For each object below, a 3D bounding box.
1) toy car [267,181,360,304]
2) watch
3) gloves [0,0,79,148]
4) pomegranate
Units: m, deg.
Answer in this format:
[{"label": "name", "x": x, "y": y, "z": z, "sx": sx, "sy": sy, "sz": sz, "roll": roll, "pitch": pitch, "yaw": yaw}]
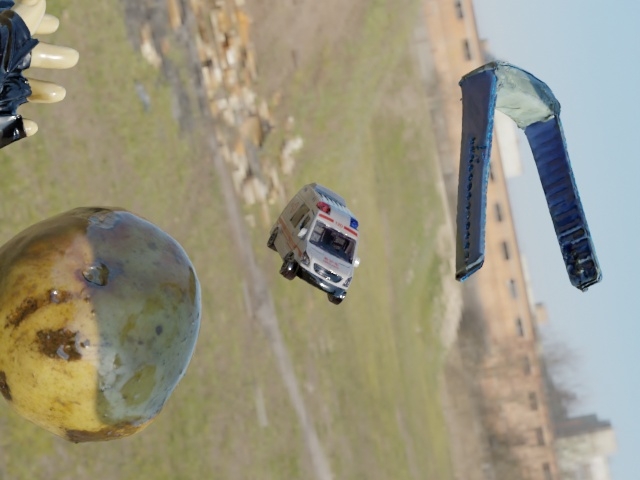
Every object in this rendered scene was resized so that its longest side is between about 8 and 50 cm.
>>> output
[{"label": "toy car", "x": 0.000, "y": 0.000, "z": 1.619, "sx": 0.089, "sy": 0.108, "sz": 0.209, "roll": 31, "pitch": 9, "yaw": -16}, {"label": "watch", "x": 0.212, "y": -0.078, "z": 1.452, "sx": 0.276, "sy": 0.068, "sz": 0.274, "roll": 8, "pitch": 68, "yaw": -50}, {"label": "gloves", "x": -0.293, "y": -0.141, "z": 1.087, "sx": 0.164, "sy": 0.124, "sz": 0.203, "roll": -51, "pitch": -171, "yaw": 40}, {"label": "pomegranate", "x": -0.272, "y": 0.100, "z": 1.492, "sx": 0.281, "sy": 0.281, "sz": 0.281, "roll": -11, "pitch": 90, "yaw": -84}]
